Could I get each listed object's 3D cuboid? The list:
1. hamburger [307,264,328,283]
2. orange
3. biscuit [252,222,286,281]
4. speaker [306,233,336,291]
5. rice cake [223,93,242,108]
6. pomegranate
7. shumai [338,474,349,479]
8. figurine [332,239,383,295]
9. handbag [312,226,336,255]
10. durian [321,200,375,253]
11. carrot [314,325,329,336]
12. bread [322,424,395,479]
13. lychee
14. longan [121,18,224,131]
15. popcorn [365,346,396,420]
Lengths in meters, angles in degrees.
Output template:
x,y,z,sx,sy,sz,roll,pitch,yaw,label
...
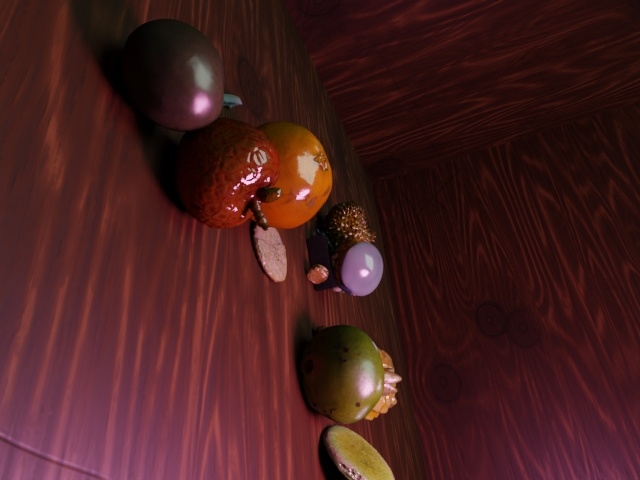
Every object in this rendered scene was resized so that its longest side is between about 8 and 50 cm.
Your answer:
x,y,z,sx,sy,sz,roll,pitch,yaw,label
-0.009,0.128,1.899,0.076,0.083,0.044,39,35,-11,hamburger
-0.119,-0.183,1.431,0.312,0.313,0.311,-16,90,-75,orange
-0.156,0.027,1.579,0.220,0.033,0.219,-17,90,-74,biscuit
0.001,0.089,1.988,0.044,0.082,0.217,41,34,-63,speaker
-0.292,-0.438,1.577,0.042,0.031,0.180,66,16,-7,rice cake
0.119,0.418,1.606,0.359,0.216,0.309,16,46,-26,pomegranate
0.117,0.814,1.578,0.175,0.166,0.206,44,-12,11,shumai
0.144,0.119,2.104,0.382,0.205,0.224,146,-49,-83,figurine
0.000,0.000,2.127,0.115,0.072,0.139,52,13,-56,handbag
0.120,-0.049,2.297,0.293,0.259,0.257,58,20,-74,durian
0.065,0.359,1.781,0.060,0.186,0.060,-63,172,-16,carrot
0.132,0.701,1.601,0.301,0.045,0.301,39,6,-5,bread
-0.211,-0.147,1.158,0.300,0.255,0.255,42,0,26,lychee
-0.307,-0.356,1.080,0.246,0.215,0.245,20,66,-56,longan
0.180,0.539,1.873,0.264,0.225,0.332,-87,156,-50,popcorn
